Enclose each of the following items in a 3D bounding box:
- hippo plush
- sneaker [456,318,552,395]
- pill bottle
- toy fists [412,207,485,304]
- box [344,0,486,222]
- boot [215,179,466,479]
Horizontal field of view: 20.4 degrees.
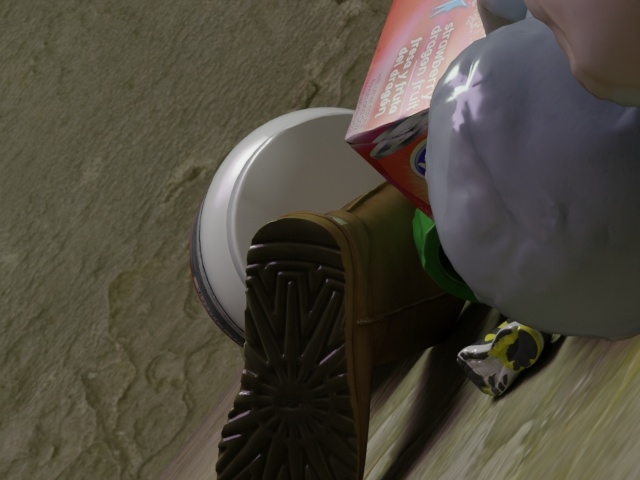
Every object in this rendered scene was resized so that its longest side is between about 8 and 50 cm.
[{"bbox_3d":[0.113,-0.102,0.588,0.294,0.234,0.236,-55,4,-34],"label":"hippo plush"},{"bbox_3d":[0.103,0.057,0.945,0.035,0.031,0.083,-38,0,-28],"label":"sneaker"},{"bbox_3d":[0.000,0.000,1.498,0.210,0.210,0.363,-53,3,-7],"label":"pill bottle"},{"bbox_3d":[0.160,-0.081,1.083,0.279,0.096,0.142,-50,14,19],"label":"toy fists"},{"bbox_3d":[0.126,-0.123,0.901,0.123,0.128,0.256,-19,41,44],"label":"box"},{"bbox_3d":[0.032,0.076,1.172,0.269,0.089,0.236,-17,-63,-68],"label":"boot"}]
